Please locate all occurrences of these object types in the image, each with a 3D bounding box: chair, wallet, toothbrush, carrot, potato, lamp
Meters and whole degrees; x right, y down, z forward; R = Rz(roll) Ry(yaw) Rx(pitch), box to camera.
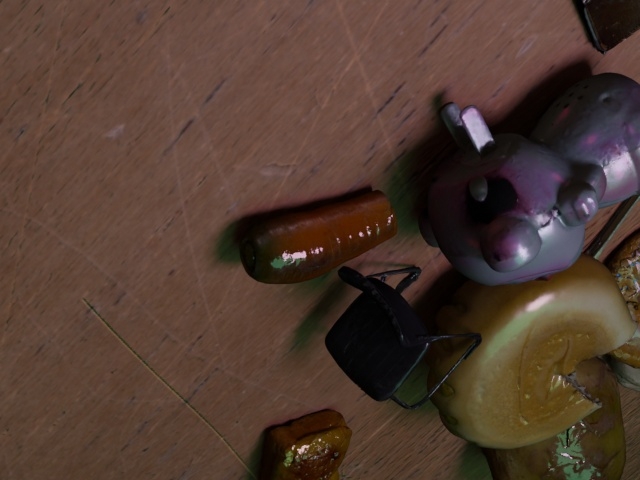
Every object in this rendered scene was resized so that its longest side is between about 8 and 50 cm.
[{"bbox_3d":[0.078,0.121,1.546,0.145,0.140,0.221,-49,156,15],"label":"chair"},{"bbox_3d":[0.408,-0.323,1.448,0.232,0.031,0.122,-35,146,5],"label":"wallet"},{"bbox_3d":[0.406,0.003,1.786,0.028,0.026,0.294,22,117,-29],"label":"toothbrush"},{"bbox_3d":[0.000,0.000,1.458,0.193,0.087,0.087,-14,137,-26],"label":"carrot"},{"bbox_3d":[0.388,0.312,1.965,0.246,0.196,0.299,-24,139,-14],"label":"potato"},{"bbox_3d":[0.261,-0.087,1.475,0.301,0.247,0.247,-35,111,-9],"label":"lamp"}]

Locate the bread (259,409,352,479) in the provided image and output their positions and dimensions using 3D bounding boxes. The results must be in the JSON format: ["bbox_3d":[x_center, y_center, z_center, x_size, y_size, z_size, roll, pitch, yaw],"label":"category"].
[{"bbox_3d":[-0.025,0.368,1.827,0.139,0.077,0.271,-13,134,-28],"label":"bread"}]

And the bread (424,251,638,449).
[{"bbox_3d":[0.279,0.145,1.733,0.333,0.160,0.333,-13,130,-16],"label":"bread"}]

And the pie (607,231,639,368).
[{"bbox_3d":[0.533,0.078,1.884,0.273,0.069,0.273,-6,112,-16],"label":"pie"}]

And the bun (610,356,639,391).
[{"bbox_3d":[0.569,0.189,2.022,0.183,0.102,0.183,-25,148,-17],"label":"bun"}]
